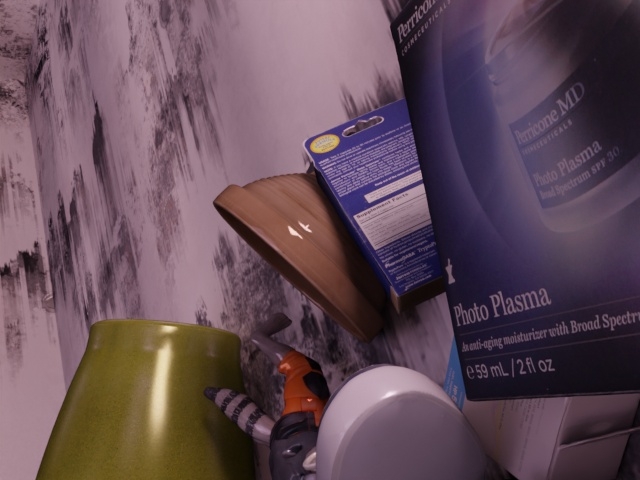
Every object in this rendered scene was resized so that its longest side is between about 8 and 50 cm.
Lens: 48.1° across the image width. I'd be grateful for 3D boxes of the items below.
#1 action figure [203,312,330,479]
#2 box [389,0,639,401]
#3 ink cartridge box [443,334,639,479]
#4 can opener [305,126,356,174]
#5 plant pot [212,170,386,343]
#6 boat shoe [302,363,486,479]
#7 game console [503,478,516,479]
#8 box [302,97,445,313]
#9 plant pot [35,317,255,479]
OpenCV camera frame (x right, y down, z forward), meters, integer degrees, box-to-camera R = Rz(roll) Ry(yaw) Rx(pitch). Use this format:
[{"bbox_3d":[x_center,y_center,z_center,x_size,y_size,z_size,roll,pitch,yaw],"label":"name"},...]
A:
[{"bbox_3d":[-0.025,0.294,0.859,0.330,0.179,0.341,-133,52,-60],"label":"action figure"},{"bbox_3d":[0.197,-0.068,0.420,0.296,0.183,0.294,144,119,-66],"label":"box"},{"bbox_3d":[0.182,0.136,0.587,0.143,0.092,0.089,33,118,54],"label":"ink cartridge box"},{"bbox_3d":[-0.007,-0.064,0.920,0.073,0.059,0.186,59,138,40],"label":"can opener"},{"bbox_3d":[0.000,0.000,0.818,0.110,0.237,0.237,-48,35,-9],"label":"plant pot"},{"bbox_3d":[0.069,0.204,0.630,0.156,0.136,0.367,50,171,50],"label":"boat shoe"},{"bbox_3d":[0.190,0.232,0.512,0.124,0.144,0.085,-134,60,-79],"label":"game console"},{"bbox_3d":[0.085,-0.046,0.705,0.036,0.136,0.225,75,168,-52],"label":"box"},{"bbox_3d":[-0.256,0.310,1.108,0.366,0.367,0.353,-21,61,57],"label":"plant pot"}]
